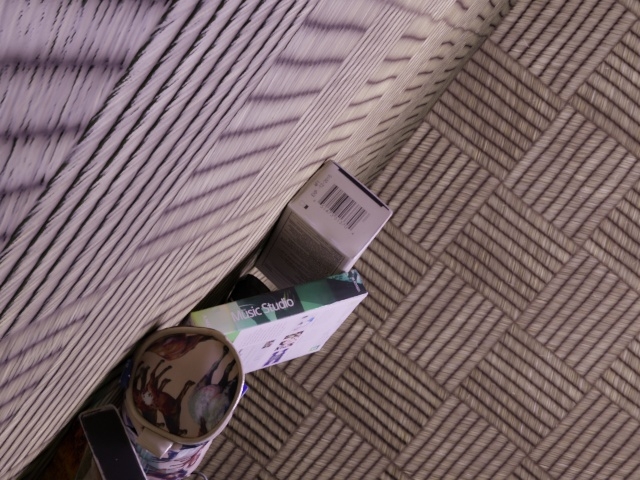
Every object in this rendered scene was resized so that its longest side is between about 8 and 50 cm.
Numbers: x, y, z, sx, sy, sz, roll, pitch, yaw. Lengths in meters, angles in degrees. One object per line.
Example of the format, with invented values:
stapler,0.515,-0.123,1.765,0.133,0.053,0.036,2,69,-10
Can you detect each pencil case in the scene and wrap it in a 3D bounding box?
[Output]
pencil case,-0.223,0.255,1.576,0.183,0.160,0.410,-46,175,-23

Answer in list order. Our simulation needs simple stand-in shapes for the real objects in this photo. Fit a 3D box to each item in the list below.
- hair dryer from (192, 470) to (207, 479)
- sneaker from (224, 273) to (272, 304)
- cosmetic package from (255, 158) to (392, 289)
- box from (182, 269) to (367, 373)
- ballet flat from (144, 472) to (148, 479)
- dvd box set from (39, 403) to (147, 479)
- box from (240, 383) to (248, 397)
hair dryer,-0.339,0.411,1.763,0.293,0.080,0.223,-19,-178,-12
sneaker,-0.165,0.154,1.980,0.132,0.086,0.229,-47,176,-28
cosmetic package,0.000,0.000,1.928,0.129,0.153,0.296,-48,178,-27
box,-0.103,0.157,1.822,0.321,0.059,0.232,-15,157,-32
ballet flat,-0.277,0.376,1.589,0.070,0.070,0.188,-50,157,-16
dvd box set,-0.315,0.458,1.480,0.062,0.308,0.420,-9,151,-36
box,-0.242,0.315,2.250,0.072,0.137,0.126,-50,177,-46
